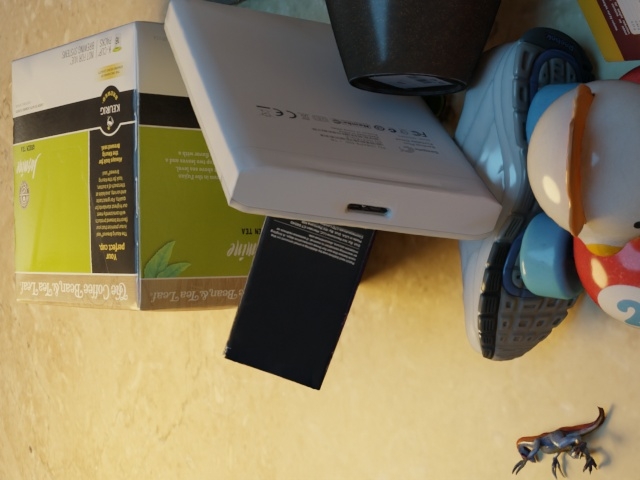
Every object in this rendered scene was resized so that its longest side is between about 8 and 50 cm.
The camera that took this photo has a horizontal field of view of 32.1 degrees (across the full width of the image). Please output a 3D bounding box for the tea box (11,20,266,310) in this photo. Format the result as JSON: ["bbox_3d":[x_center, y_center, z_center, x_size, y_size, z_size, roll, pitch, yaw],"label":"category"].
[{"bbox_3d":[-0.216,-0.077,1.377,0.329,0.220,0.323,0,89,51],"label":"tea box"}]

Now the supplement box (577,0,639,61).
[{"bbox_3d":[0.270,-0.241,0.769,0.194,0.129,0.191,9,137,55],"label":"supplement box"}]

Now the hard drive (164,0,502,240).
[{"bbox_3d":[-0.005,-0.122,1.029,0.353,0.233,0.047,-115,37,-53],"label":"hard drive"}]

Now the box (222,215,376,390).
[{"bbox_3d":[0.000,0.000,1.091,0.103,0.261,0.184,21,112,1],"label":"box"}]

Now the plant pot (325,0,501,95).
[{"bbox_3d":[0.084,-0.252,0.998,0.215,0.215,0.230,-1,85,51],"label":"plant pot"}]

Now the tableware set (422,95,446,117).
[{"bbox_3d":[0.119,-0.204,1.120,0.104,0.024,0.154,49,126,38],"label":"tableware set"}]

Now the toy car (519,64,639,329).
[{"bbox_3d":[0.218,-0.033,0.801,0.219,0.238,0.210,6,95,38],"label":"toy car"}]

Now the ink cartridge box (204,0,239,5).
[{"bbox_3d":[-0.069,-0.444,1.321,0.239,0.060,0.275,-8,83,49],"label":"ink cartridge box"}]

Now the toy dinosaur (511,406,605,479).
[{"bbox_3d":[0.215,0.186,1.012,0.090,0.047,0.082,-55,31,-9],"label":"toy dinosaur"}]

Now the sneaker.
[{"bbox_3d":[0.173,-0.039,1.014,0.129,0.111,0.297,7,89,63],"label":"sneaker"}]
